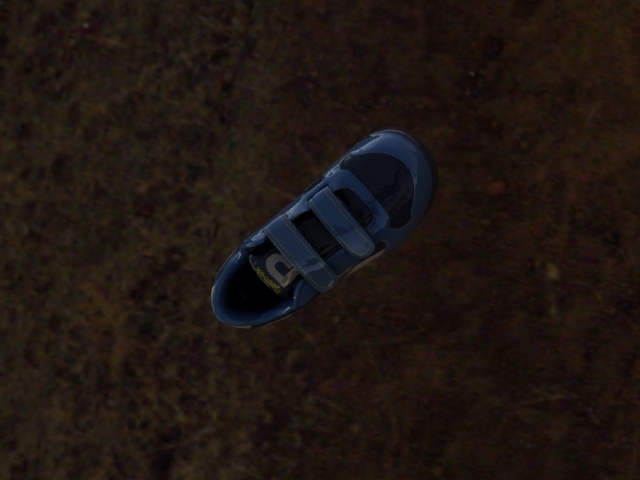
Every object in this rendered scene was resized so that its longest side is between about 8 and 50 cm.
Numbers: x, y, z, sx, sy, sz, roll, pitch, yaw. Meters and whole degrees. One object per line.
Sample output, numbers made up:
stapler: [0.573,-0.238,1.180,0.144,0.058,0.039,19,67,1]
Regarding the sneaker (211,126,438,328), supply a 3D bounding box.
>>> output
sneaker: [0.000,0.000,0.595,0.053,0.059,0.144,50,122,2]
